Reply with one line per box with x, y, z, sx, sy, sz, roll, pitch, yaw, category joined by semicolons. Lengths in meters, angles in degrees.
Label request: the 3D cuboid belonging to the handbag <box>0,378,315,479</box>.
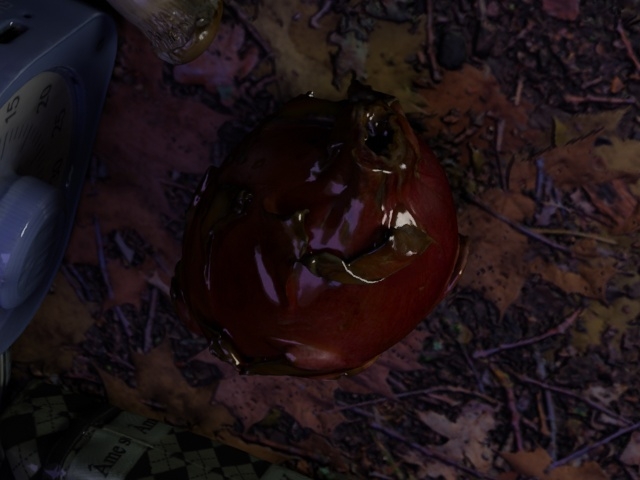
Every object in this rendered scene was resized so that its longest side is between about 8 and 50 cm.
-0.144;0.351;1.794;0.416;0.180;0.317;19;115;12;handbag

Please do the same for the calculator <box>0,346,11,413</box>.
-0.400;0.138;1.848;0.177;0.040;0.268;23;124;5;calculator

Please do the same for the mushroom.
-0.173;-0.233;1.523;0.209;0.084;0.071;38;140;-10;mushroom

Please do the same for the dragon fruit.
0.002;-0.003;1.519;0.250;0.250;0.315;29;121;1;dragon fruit

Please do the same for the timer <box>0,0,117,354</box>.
-0.316;-0.017;1.530;0.173;0.395;0.395;26;124;8;timer
